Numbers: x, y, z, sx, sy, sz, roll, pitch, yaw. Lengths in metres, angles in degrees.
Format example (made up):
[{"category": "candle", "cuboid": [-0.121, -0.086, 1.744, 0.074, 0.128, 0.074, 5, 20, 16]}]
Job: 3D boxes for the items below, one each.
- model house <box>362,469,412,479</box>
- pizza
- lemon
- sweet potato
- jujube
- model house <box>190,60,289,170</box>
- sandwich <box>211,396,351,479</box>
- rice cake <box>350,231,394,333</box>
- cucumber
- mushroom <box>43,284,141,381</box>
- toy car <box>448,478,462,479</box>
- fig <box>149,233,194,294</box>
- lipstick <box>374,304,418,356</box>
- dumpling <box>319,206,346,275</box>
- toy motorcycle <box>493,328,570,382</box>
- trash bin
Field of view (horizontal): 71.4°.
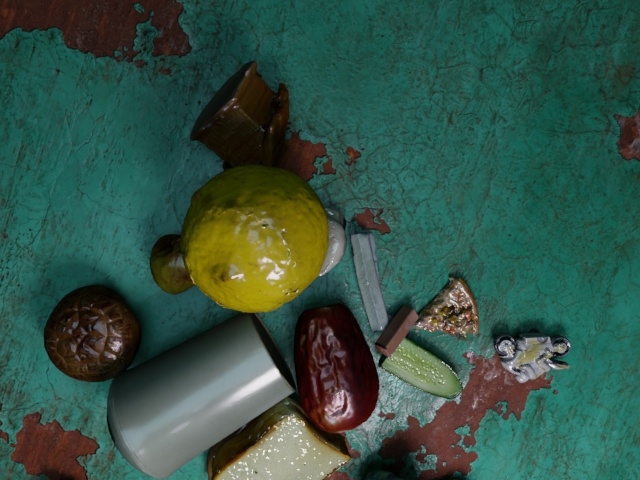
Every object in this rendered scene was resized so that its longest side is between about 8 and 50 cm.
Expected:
[{"category": "model house", "cuboid": [0.166, 0.769, 1.131, 0.241, 0.261, 0.226, -33, 101, -39]}, {"category": "pizza", "cuboid": [0.353, 0.209, 1.262, 0.195, 0.052, 0.185, -20, 91, -2]}, {"category": "lemon", "cuboid": [-0.147, -0.014, 1.060, 0.350, 0.387, 0.350, 6, 116, 13]}, {"category": "sweet potato", "cuboid": [-0.244, 0.546, 1.235, 0.067, 0.059, 0.281, 41, 91, -25]}, {"category": "jujube", "cuboid": [0.037, 0.329, 1.169, 0.223, 0.223, 0.318, -12, 82, -3]}, {"category": "model house", "cuboid": [-0.177, -0.296, 1.158, 0.219, 0.199, 0.229, -23, 126, 35]}, {"category": "sandwich", "cuboid": [-0.114, 0.580, 1.185, 0.301, 0.099, 0.271, -40, 111, 4]}, {"category": "rice cake", "cuboid": [0.144, 0.115, 1.249, 0.081, 0.051, 0.290, -18, 95, -37]}, {"category": "cucumber", "cuboid": [0.286, 0.369, 1.257, 0.244, 0.063, 0.115, 33, 78, -4]}, {"category": "mushroom", "cuboid": [-0.591, 0.241, 1.154, 0.253, 0.153, 0.253, -1, 85, 7]}, {"category": "toy car", "cuboid": [0.397, 0.821, 1.219, 0.204, 0.198, 0.248, -19, 95, -4]}, {"category": "fig", "cuboid": [-0.373, 0.064, 1.167, 0.154, 0.144, 0.165, 31, 105, 0]}, {"category": "lipstick", "cuboid": [0.211, 0.248, 1.227, 0.145, 0.045, 0.045, -48, 127, -22]}, {"category": "dumpling", "cuboid": [0.000, -0.001, 1.208, 0.150, 0.092, 0.176, 15, 97, 16]}, {"category": "toy motorcycle", "cuboid": [0.601, 0.335, 1.273, 0.229, 0.074, 0.151, 3, 95, -5]}, {"category": "trash bin", "cuboid": [-0.306, 0.380, 1.120, 0.432, 0.280, 0.280, -29, 94, -5]}]
